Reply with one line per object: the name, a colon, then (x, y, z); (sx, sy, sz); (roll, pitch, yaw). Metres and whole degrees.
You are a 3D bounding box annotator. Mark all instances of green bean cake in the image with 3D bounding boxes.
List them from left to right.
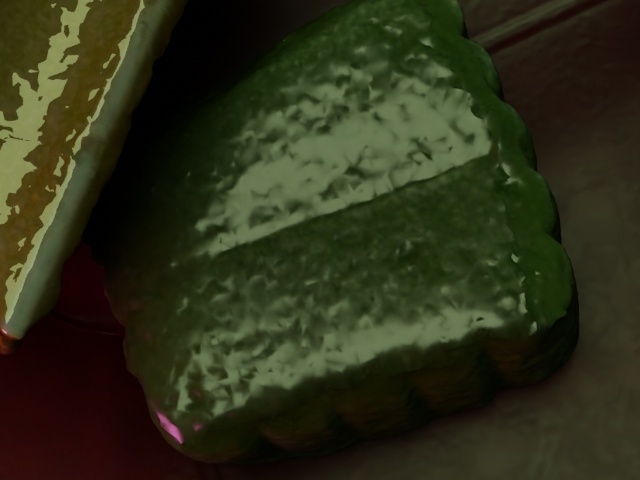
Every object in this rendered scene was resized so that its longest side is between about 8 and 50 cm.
green bean cake: (0.000, 0.000, 0.719); (0.248, 0.125, 0.222); (-21, 69, 3)

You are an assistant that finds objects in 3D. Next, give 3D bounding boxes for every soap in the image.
soap: (-0.175, -0.113, 0.700); (0.156, 0.293, 0.335); (27, 79, -20)
